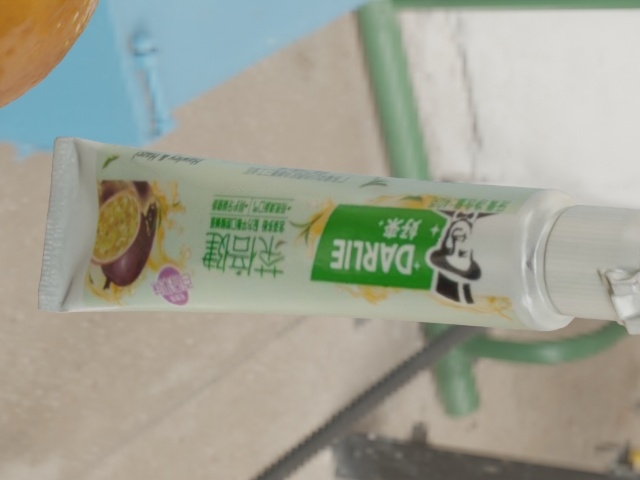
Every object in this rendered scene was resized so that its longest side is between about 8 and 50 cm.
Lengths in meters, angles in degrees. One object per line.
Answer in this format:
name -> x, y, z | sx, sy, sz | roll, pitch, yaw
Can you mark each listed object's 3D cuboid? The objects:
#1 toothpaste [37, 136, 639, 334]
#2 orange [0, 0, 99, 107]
toothpaste -> 0.000, 0.000, 0.753 | 0.058, 0.314, 0.056 | -53, 131, -35
orange -> -0.271, -0.196, 1.028 | 0.274, 0.274, 0.310 | -38, 101, -45
